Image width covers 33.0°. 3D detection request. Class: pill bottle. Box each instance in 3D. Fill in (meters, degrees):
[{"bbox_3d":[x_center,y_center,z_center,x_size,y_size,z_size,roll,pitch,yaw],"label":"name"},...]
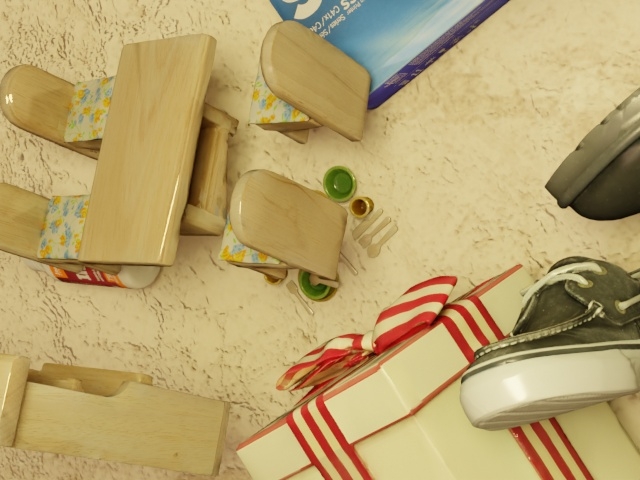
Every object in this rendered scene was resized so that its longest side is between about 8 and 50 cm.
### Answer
[{"bbox_3d":[-0.261,0.008,1.226,0.152,0.086,0.086,3,100,26],"label":"pill bottle"}]

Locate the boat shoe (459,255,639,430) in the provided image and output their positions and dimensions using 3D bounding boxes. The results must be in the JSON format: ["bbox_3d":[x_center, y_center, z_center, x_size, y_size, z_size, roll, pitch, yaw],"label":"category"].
[{"bbox_3d":[0.207,0.074,0.874,0.121,0.335,0.119,-24,77,36],"label":"boat shoe"}]

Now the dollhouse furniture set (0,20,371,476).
[{"bbox_3d":[-0.197,-0.009,0.967,0.362,0.256,0.394,1,76,37],"label":"dollhouse furniture set"}]

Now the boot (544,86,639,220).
[{"bbox_3d":[0.445,0.007,0.807,0.367,0.146,0.445,-39,83,10],"label":"boot"}]

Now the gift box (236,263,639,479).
[{"bbox_3d":[0.108,0.179,0.986,0.255,0.276,0.258,-36,85,40],"label":"gift box"}]

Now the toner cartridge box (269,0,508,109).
[{"bbox_3d":[0.117,-0.285,0.992,0.348,0.075,0.165,-38,82,26],"label":"toner cartridge box"}]

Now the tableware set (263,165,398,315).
[{"bbox_3d":[0.000,0.000,1.129,0.154,0.024,0.104,-45,78,26],"label":"tableware set"}]
